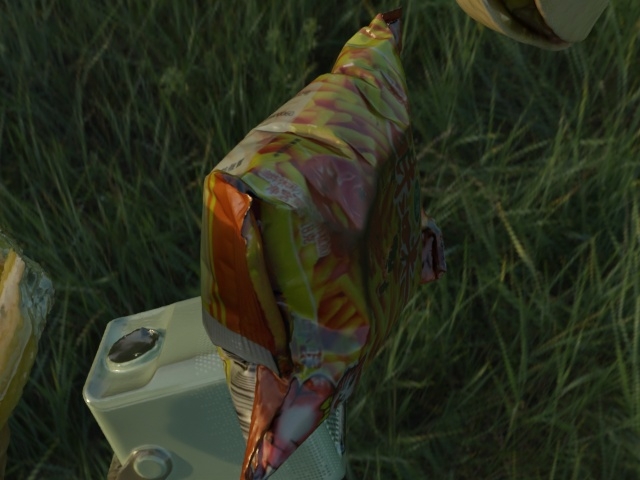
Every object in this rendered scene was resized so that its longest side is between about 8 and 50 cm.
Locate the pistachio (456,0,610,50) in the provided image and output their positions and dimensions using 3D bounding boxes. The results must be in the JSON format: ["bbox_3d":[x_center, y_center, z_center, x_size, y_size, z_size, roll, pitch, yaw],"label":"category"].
[{"bbox_3d":[0.226,-0.299,1.106,0.193,0.214,0.318,-14,13,31],"label":"pistachio"}]

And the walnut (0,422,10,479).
[{"bbox_3d":[-0.342,0.183,0.811,0.245,0.198,0.198,-9,50,38],"label":"walnut"}]

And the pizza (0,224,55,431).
[{"bbox_3d":[-0.213,0.039,0.541,0.181,0.034,0.262,-36,45,14],"label":"pizza"}]

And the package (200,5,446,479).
[{"bbox_3d":[0.000,-0.006,0.689,0.108,0.223,0.288,8,32,21],"label":"package"}]

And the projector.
[{"bbox_3d":[-0.107,0.158,1.046,0.242,0.177,0.163,-16,27,13],"label":"projector"}]
